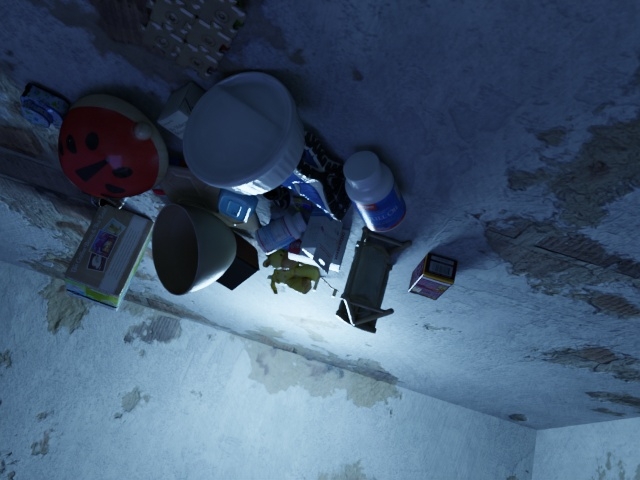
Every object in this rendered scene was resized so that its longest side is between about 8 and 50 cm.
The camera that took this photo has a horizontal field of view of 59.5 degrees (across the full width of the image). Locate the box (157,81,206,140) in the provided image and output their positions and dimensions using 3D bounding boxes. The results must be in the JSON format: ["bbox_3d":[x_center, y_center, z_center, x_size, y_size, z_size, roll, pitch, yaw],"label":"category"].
[{"bbox_3d":[-0.258,-0.266,1.409,0.275,0.094,0.113,34,151,-34],"label":"box"}]

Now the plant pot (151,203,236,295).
[{"bbox_3d":[-0.382,0.023,1.777,0.191,0.284,0.284,-4,176,-44],"label":"plant pot"}]

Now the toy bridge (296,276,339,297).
[{"bbox_3d":[-0.016,0.173,2.232,0.188,0.063,0.026,18,156,1],"label":"toy bridge"}]

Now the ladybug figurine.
[{"bbox_3d":[-0.586,-0.237,1.536,0.305,0.162,0.449,49,146,-20],"label":"ladybug figurine"}]

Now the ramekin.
[{"bbox_3d":[-0.158,-0.226,1.244,0.273,0.272,0.127,5,166,25],"label":"ramekin"}]

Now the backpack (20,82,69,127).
[{"bbox_3d":[-0.766,-0.363,1.552,0.114,0.084,0.105,21,158,-16],"label":"backpack"}]

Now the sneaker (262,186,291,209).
[{"bbox_3d":[-0.137,-0.142,1.616,0.067,0.078,0.188,10,156,17],"label":"sneaker"}]

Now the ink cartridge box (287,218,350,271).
[{"bbox_3d":[-0.004,0.015,1.805,0.175,0.127,0.072,15,157,5],"label":"ink cartridge box"}]

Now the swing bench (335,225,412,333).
[{"bbox_3d":[0.158,0.133,1.800,0.165,0.253,0.254,18,155,-1],"label":"swing bench"}]

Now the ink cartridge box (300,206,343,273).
[{"bbox_3d":[0.000,0.000,1.704,0.062,0.181,0.104,1,151,33],"label":"ink cartridge box"}]

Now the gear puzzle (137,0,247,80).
[{"bbox_3d":[-0.232,-0.449,1.073,0.176,0.044,0.339,28,151,-19],"label":"gear puzzle"}]

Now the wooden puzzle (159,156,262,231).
[{"bbox_3d":[-0.347,-0.148,1.756,0.348,0.080,0.322,16,156,14],"label":"wooden puzzle"}]

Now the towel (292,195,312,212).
[{"bbox_3d":[-0.054,-0.110,1.716,0.060,0.009,0.083,12,156,9],"label":"towel"}]

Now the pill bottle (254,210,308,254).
[{"bbox_3d":[-0.117,-0.028,1.744,0.160,0.087,0.087,-27,143,8],"label":"pill bottle"}]

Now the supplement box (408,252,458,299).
[{"bbox_3d":[0.368,0.121,1.845,0.104,0.080,0.188,17,156,-1],"label":"supplement box"}]

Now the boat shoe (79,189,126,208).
[{"bbox_3d":[-0.800,-0.159,2.034,0.183,0.066,0.066,12,155,11],"label":"boat shoe"}]

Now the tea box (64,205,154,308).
[{"bbox_3d":[-0.843,0.072,2.240,0.220,0.328,0.323,23,156,-12],"label":"tea box"}]

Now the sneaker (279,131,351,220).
[{"bbox_3d":[-0.024,-0.171,1.462,0.147,0.129,0.330,15,157,42],"label":"sneaker"}]

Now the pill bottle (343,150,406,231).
[{"bbox_3d":[0.134,-0.124,1.418,0.124,0.124,0.221,4,153,27],"label":"pill bottle"}]

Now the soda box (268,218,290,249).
[{"bbox_3d":[-0.080,-0.004,1.890,0.210,0.067,0.071,15,156,3],"label":"soda box"}]

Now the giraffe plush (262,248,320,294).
[{"bbox_3d":[-0.120,0.079,1.989,0.210,0.181,0.170,-8,138,13],"label":"giraffe plush"}]

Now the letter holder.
[{"bbox_3d":[-0.388,0.008,2.057,0.152,0.214,0.302,-37,128,23],"label":"letter holder"}]

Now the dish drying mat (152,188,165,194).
[{"bbox_3d":[-0.539,-0.164,1.923,0.083,0.008,0.032,6,155,24],"label":"dish drying mat"}]

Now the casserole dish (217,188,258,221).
[{"bbox_3d":[-0.244,-0.105,1.612,0.114,0.037,0.188,26,158,-7],"label":"casserole dish"}]
